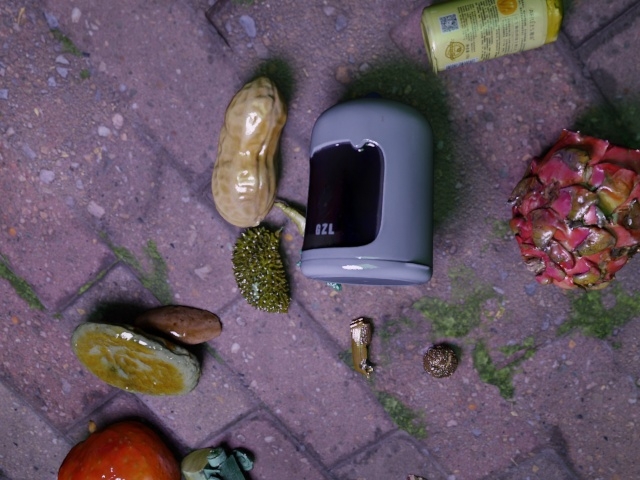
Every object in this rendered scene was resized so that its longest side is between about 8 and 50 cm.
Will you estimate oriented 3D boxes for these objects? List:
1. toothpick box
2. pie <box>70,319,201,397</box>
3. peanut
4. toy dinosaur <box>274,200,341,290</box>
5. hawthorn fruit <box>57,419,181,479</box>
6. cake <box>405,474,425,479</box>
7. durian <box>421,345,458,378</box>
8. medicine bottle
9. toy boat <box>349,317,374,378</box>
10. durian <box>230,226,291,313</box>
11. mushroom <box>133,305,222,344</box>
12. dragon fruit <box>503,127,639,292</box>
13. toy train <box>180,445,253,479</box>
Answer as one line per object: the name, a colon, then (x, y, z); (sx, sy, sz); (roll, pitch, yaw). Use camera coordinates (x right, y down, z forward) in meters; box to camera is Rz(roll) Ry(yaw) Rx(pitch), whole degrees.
toothpick box: (0.099, -0.099, 1.001); (0.262, 0.263, 0.355); (2, 82, 5)
pie: (-0.425, 0.268, 1.243); (0.323, 0.071, 0.323); (9, 140, 8)
peanut: (-0.136, -0.169, 1.067); (0.146, 0.147, 0.306); (12, 110, 1)
toy dinosaur: (0.000, 0.000, 1.149); (0.259, 0.094, 0.153); (23, 108, 5)
hawthorn fruit: (-0.487, 0.566, 1.308); (0.275, 0.275, 0.300); (-30, 86, 15)
cake: (0.226, 0.655, 1.392); (0.051, 0.055, 0.140); (18, 128, -3)
durian: (0.271, 0.277, 1.232); (0.080, 0.080, 0.091); (7, 151, 3)
medicine bottle: (0.304, -0.383, 0.965); (0.238, 0.124, 0.124); (-13, 108, 9)
toy boat: (0.097, 0.249, 1.245); (0.048, 0.047, 0.149); (-4, 108, 7)
durian: (-0.135, 0.075, 1.174); (0.137, 0.095, 0.221); (1, 113, 9)
mushroom: (-0.339, 0.197, 1.249); (0.209, 0.094, 0.072); (4, 113, 8)
dragon fruit: (0.494, -0.042, 1.006); (0.269, 0.250, 0.291); (9, 105, -18)
toy train: (-0.234, 0.656, 1.402); (0.189, 0.126, 0.308); (-6, 113, 42)
